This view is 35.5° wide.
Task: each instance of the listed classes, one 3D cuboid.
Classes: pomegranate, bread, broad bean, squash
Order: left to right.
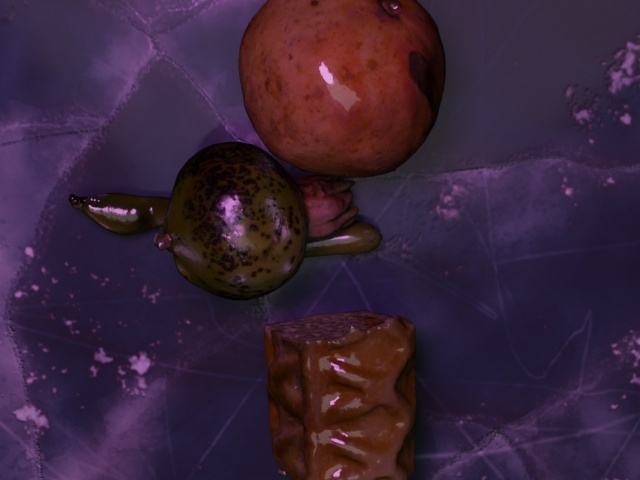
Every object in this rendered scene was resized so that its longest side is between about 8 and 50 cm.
[{"bbox_3d":[-0.264,-0.037,1.469,0.213,0.048,0.070,14,103,-7],"label":"broad bean"},{"bbox_3d":[-0.087,-0.024,1.395,0.204,0.276,0.222,-40,61,34],"label":"pomegranate"},{"bbox_3d":[0.000,0.000,1.481,0.183,0.052,0.052,-3,105,4],"label":"squash"},{"bbox_3d":[0.028,0.227,1.464,0.196,0.238,0.252,-16,102,-34],"label":"bread"},{"bbox_3d":[0.026,-0.217,1.312,0.281,0.281,0.281,0,105,0],"label":"pomegranate"}]
